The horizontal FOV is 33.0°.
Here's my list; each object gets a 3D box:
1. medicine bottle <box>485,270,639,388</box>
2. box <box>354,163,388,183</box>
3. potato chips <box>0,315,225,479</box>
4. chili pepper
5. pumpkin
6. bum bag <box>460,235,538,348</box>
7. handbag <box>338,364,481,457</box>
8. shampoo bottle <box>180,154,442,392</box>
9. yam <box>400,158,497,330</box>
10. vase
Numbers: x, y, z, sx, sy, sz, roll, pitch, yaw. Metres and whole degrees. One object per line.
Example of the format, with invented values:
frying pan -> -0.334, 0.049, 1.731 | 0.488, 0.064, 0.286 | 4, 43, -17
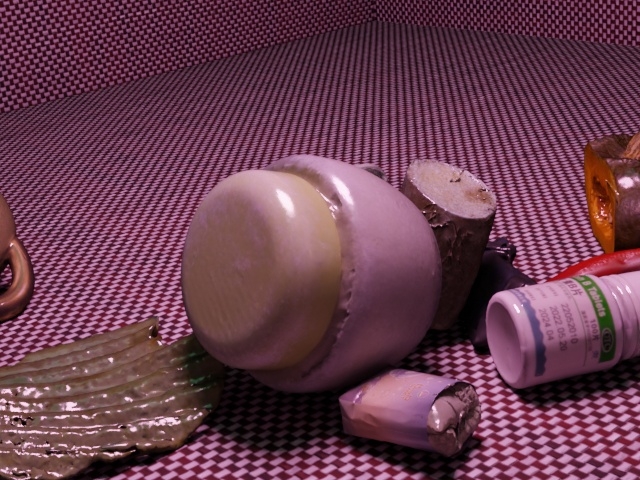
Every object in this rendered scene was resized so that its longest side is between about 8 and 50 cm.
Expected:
medicine bottle -> 0.359, 0.116, 1.481 | 0.236, 0.139, 0.139 | -10, 21, -11
box -> 0.000, 0.000, 1.845 | 0.311, 0.175, 0.182 | -11, 30, -16
potato chips -> -0.343, 0.200, 1.490 | 0.389, 0.097, 0.373 | -16, 22, -35
chili pepper -> 0.490, 0.073, 1.662 | 0.368, 0.092, 0.137 | -9, 39, 10
pumpkin -> 0.543, -0.094, 1.865 | 0.139, 0.222, 0.317 | -4, 20, 7
bum bag -> 0.264, 0.072, 1.685 | 0.137, 0.074, 0.310 | -33, 25, 7
handbag -> 0.120, 0.217, 1.354 | 0.173, 0.095, 0.117 | 4, 23, 44
shampoo bottle -> -0.006, 0.048, 1.486 | 0.317, 0.323, 0.322 | 9, 8, -40
yam -> 0.169, 0.018, 1.614 | 0.153, 0.255, 0.154 | 15, 15, -4
vase -> -0.651, 0.038, 1.868 | 0.329, 0.241, 0.302 | 27, 42, 9
